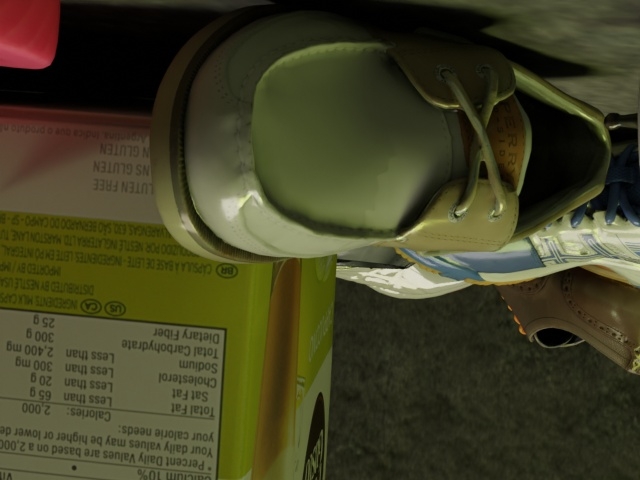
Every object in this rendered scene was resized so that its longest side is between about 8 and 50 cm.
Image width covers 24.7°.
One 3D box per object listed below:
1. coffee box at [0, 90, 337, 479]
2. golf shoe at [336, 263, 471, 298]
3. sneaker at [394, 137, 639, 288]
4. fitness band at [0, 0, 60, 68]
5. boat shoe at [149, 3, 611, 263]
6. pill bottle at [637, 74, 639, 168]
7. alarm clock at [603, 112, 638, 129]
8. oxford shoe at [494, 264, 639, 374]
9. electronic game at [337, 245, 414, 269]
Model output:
[{"bbox_3d":[-0.176,0.084,0.849,0.338,0.334,0.337,4,-173,8],"label":"coffee box"},{"bbox_3d":[0.064,0.007,1.774,0.306,0.115,0.140,3,174,6],"label":"golf shoe"},{"bbox_3d":[0.182,-0.034,0.960,0.297,0.111,0.131,4,160,-18],"label":"sneaker"},{"bbox_3d":[-0.245,-0.098,0.559,0.291,0.054,0.209,5,178,-31],"label":"fitness band"},{"bbox_3d":[0.042,-0.048,0.647,0.103,0.113,0.302,2,-173,29],"label":"boat shoe"},{"bbox_3d":[0.197,-0.038,0.434,0.187,0.112,0.112,3,177,28],"label":"pill bottle"},{"bbox_3d":[0.219,-0.054,0.576,0.192,0.064,0.129,7,177,-4],"label":"alarm clock"},{"bbox_3d":[0.204,0.032,1.454,0.130,0.132,0.364,5,-170,-32],"label":"oxford shoe"},{"bbox_3d":[0.000,0.000,1.529,0.229,0.048,0.229,5,176,0],"label":"electronic game"}]
